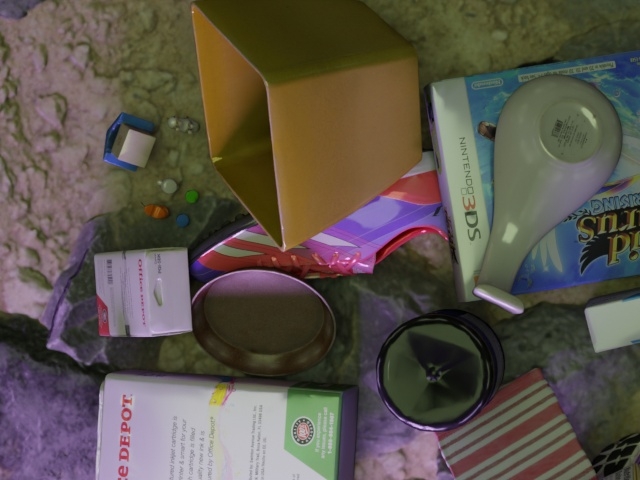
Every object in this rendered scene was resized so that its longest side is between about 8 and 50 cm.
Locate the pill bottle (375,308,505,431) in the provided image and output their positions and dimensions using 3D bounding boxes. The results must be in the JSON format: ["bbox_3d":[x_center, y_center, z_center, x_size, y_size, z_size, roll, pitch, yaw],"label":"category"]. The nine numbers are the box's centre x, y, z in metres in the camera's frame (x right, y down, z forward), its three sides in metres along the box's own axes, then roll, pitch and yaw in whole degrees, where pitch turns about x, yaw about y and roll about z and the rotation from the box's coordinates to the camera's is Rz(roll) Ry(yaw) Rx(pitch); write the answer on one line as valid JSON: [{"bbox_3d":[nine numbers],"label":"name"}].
[{"bbox_3d":[0.135,0.136,1.828,0.123,0.219,0.122,0,90,11],"label":"pill bottle"}]

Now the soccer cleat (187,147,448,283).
[{"bbox_3d":[0.000,0.000,1.912,0.318,0.108,0.116,-22,83,7],"label":"soccer cleat"}]

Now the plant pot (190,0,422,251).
[{"bbox_3d":[-0.005,-0.148,1.818,0.187,0.212,0.212,-18,126,-17],"label":"plant pot"}]

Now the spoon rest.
[{"bbox_3d":[0.227,-0.050,1.787,0.137,0.084,0.276,26,73,-4],"label":"spoon rest"}]

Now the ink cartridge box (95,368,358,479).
[{"bbox_3d":[-0.106,0.256,1.927,0.278,0.117,0.201,3,91,11],"label":"ink cartridge box"}]

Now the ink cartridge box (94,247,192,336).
[{"bbox_3d":[-0.203,0.059,1.938,0.056,0.135,0.099,-3,90,-33],"label":"ink cartridge box"}]

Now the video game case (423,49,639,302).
[{"bbox_3d":[0.265,-0.071,1.851,0.270,0.061,0.244,-9,90,-4],"label":"video game case"}]

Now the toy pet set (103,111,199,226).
[{"bbox_3d":[-0.195,-0.095,1.986,0.114,0.065,0.122,19,98,-24],"label":"toy pet set"}]

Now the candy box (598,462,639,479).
[{"bbox_3d":[0.235,0.385,1.760,0.316,0.087,0.183,-29,102,16],"label":"candy box"}]

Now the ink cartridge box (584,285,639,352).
[{"bbox_3d":[0.337,0.082,1.839,0.089,0.122,0.052,-14,91,11],"label":"ink cartridge box"}]

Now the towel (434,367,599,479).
[{"bbox_3d":[0.219,0.246,1.858,0.144,0.029,0.197,-32,48,9],"label":"towel"}]

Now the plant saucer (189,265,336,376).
[{"bbox_3d":[-0.065,0.087,1.925,0.168,0.029,0.168,3,131,4],"label":"plant saucer"}]

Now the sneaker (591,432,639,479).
[{"bbox_3d":[0.327,0.282,1.845,0.071,0.170,0.068,43,143,-18],"label":"sneaker"}]
